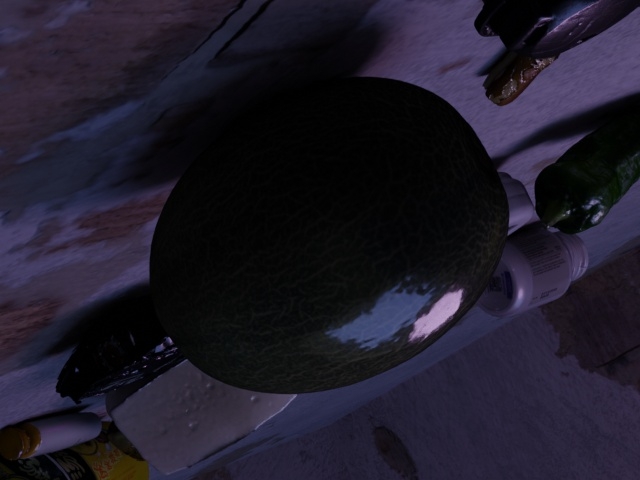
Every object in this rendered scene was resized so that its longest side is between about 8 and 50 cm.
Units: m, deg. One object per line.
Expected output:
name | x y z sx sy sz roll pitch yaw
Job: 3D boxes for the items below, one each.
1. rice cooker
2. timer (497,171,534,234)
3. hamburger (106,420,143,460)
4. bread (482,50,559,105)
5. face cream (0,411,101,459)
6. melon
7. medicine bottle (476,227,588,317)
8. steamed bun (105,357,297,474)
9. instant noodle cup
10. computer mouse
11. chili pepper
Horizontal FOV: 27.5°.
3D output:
rice cooker | 0.179 -0.195 0.924 0.165 0.106 0.112 -15 164 -29
timer | 0.136 -0.004 1.701 0.262 0.087 0.237 -19 167 -34
hamburger | -0.178 0.226 1.927 0.285 0.134 0.265 -24 166 0
bread | 0.191 -0.163 1.252 0.047 0.036 0.083 -28 170 -36
face cream | -0.395 0.285 1.923 0.072 0.051 0.182 -27 168 26
melon | 0.000 0.000 1.065 0.301 0.237 0.237 -29 168 18
medicine bottle | 0.371 0.049 2.306 0.215 0.135 0.135 -17 165 -39
steamed bun | -0.139 0.172 1.651 0.241 0.146 0.164 -33 -164 12
instant noodle cup | -0.394 0.391 2.065 0.215 0.215 0.236 -32 174 29
computer mouse | -0.223 0.121 1.513 0.146 0.078 0.241 -13 166 -47
chili pepper | 0.366 -0.092 1.690 0.270 0.099 0.136 -35 -176 -33
